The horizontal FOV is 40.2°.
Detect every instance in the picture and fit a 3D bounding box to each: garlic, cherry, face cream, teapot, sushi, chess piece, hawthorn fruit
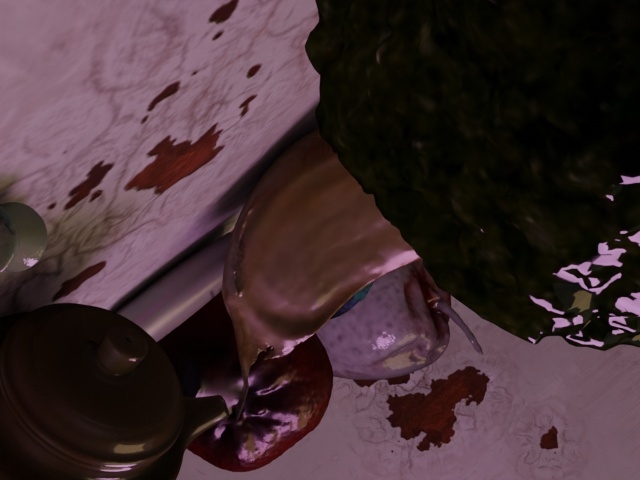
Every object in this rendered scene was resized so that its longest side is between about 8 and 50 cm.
[{"bbox_3d":[0.006,-0.004,0.836,0.338,0.196,0.151,-33,159,3],"label":"garlic"},{"bbox_3d":[0.097,0.142,1.708,0.335,0.291,0.326,-27,-169,4],"label":"cherry"},{"bbox_3d":[-0.153,0.061,0.904,0.182,0.051,0.072,-38,176,-16],"label":"face cream"},{"bbox_3d":[-0.191,0.122,0.628,0.268,0.185,0.175,17,124,-38],"label":"teapot"},{"bbox_3d":[0.162,-0.133,0.448,0.352,0.294,0.178,-38,169,-35],"label":"sushi"},{"bbox_3d":[-0.179,-0.001,0.452,0.059,0.059,0.149,-42,179,5],"label":"chess piece"},{"bbox_3d":[-0.118,0.156,1.064,0.210,0.230,0.266,-67,-161,-5],"label":"hawthorn fruit"}]

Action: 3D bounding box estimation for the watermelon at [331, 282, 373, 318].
[{"bbox_3d":[0.000,0.018,1.047,0.128,0.146,0.231,-32,171,-48],"label":"watermelon"}]
